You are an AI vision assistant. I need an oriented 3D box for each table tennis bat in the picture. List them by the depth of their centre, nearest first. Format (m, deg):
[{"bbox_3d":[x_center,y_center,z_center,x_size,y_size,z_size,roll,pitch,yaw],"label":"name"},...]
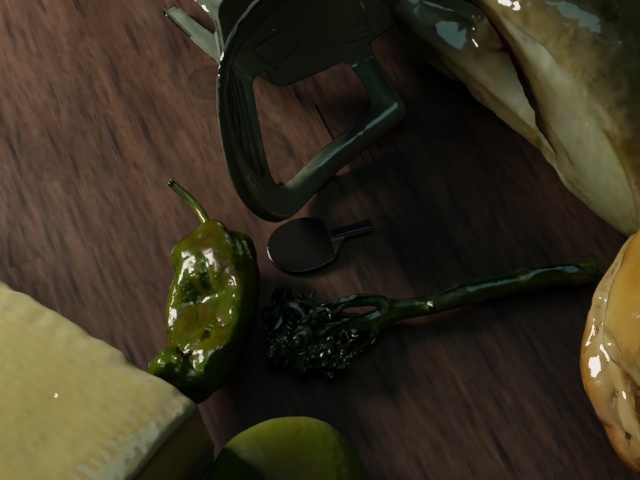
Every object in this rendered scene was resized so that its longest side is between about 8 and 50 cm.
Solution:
[{"bbox_3d":[0.000,0.000,1.257,0.083,0.007,0.050,-17,55,-7],"label":"table tennis bat"}]

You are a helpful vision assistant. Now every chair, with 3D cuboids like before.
[{"bbox_3d":[-0.039,-0.170,1.273,0.190,0.203,0.274,-31,49,-4],"label":"chair"}]

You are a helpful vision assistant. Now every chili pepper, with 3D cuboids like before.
[{"bbox_3d":[-0.077,0.035,1.196,0.072,0.073,0.204,-24,37,27],"label":"chili pepper"}]

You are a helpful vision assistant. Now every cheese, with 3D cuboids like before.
[{"bbox_3d":[-0.246,0.151,1.096,0.265,0.124,0.242,28,57,23],"label":"cheese"}]

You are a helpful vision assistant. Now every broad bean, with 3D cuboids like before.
[{"bbox_3d":[-0.021,0.200,1.079,0.124,0.082,0.174,-14,45,-7],"label":"broad bean"}]

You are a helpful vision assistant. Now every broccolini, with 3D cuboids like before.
[{"bbox_3d":[0.081,0.044,1.195,0.254,0.057,0.071,-15,98,-3],"label":"broccolini"}]

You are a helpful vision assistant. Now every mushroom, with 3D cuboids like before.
[{"bbox_3d":[0.223,-0.171,1.258,0.217,0.212,0.292,-40,54,-13],"label":"mushroom"}]

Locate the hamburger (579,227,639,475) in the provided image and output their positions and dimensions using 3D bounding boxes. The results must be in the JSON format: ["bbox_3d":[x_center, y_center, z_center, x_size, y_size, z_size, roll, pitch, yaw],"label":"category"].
[{"bbox_3d":[0.338,0.073,1.089,0.304,0.174,0.284,35,51,14],"label":"hamburger"}]
